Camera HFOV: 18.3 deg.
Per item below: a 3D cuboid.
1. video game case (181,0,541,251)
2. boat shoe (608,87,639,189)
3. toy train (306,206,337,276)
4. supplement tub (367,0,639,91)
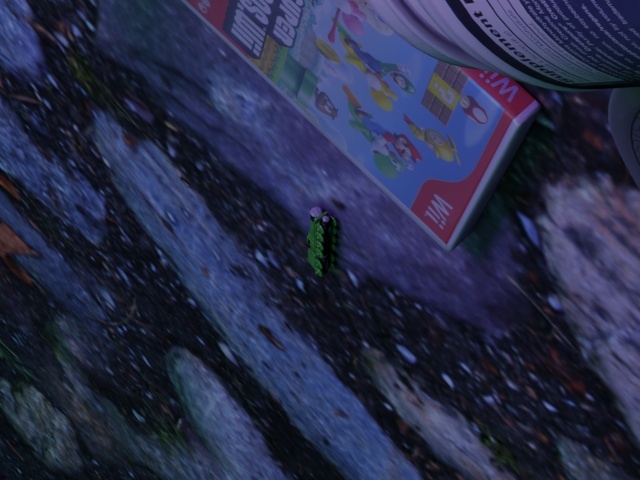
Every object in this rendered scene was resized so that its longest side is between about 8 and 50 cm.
[{"bbox_3d":[0.010,-0.133,1.305,0.285,0.025,0.204,43,157,10],"label":"video game case"},{"bbox_3d":[0.246,-0.003,1.012,0.118,0.103,0.320,-4,135,40],"label":"boat shoe"},{"bbox_3d":[0.000,0.000,1.549,0.023,0.017,0.083,50,160,24],"label":"toy train"},{"bbox_3d":[0.143,-0.158,0.806,0.191,0.191,0.272,56,156,-20],"label":"supplement tub"}]
